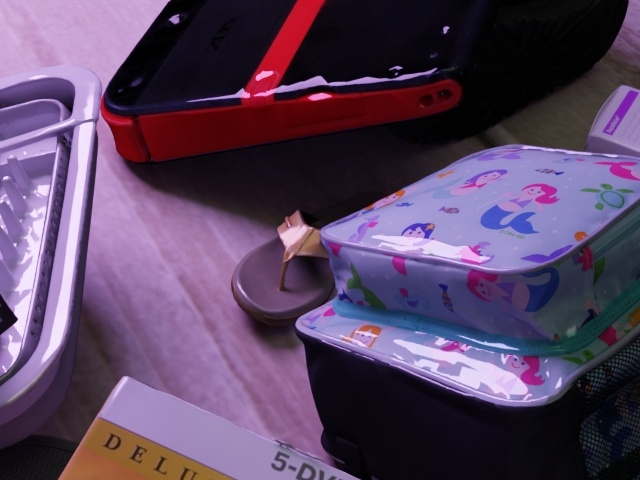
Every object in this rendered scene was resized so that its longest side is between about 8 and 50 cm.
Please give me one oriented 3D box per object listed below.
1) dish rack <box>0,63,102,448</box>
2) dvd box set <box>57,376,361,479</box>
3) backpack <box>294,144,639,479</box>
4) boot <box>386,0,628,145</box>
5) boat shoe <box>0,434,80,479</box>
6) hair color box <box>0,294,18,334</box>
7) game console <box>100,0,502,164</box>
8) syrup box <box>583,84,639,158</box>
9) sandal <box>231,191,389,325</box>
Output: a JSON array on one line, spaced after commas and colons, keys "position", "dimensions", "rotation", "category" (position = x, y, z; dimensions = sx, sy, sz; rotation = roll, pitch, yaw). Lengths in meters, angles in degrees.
[{"position": [-0.269, 0.026, 0.622], "dimensions": [0.285, 0.072, 0.333], "rotation": [-14, 40, 4], "category": "dish rack"}, {"position": [-0.037, 0.285, 0.315], "dimensions": [0.307, 0.062, 0.421], "rotation": [22, 63, 16], "category": "dvd box set"}, {"position": [0.133, 0.045, 0.610], "dimensions": [0.253, 0.191, 0.225], "rotation": [-19, 19, -35], "category": "backpack"}, {"position": [0.105, -0.232, 0.967], "dimensions": [0.348, 0.131, 0.260], "rotation": [-23, 54, -41], "category": "boot"}, {"position": [-0.073, 0.210, 0.483], "dimensions": [0.320, 0.103, 0.118], "rotation": [26, 55, 28], "category": "boat shoe"}, {"position": [-0.223, 0.052, 0.470], "dimensions": [0.043, 0.072, 0.141], "rotation": [26, 58, 39], "category": "hair color box"}, {"position": [0.009, -0.215, 0.870], "dimensions": [0.341, 0.060, 0.387], "rotation": [-2, 44, 27], "category": "game console"}, {"position": [0.327, -0.031, 0.800], "dimensions": [0.236, 0.093, 0.096], "rotation": [25, 45, 20], "category": "syrup box"}, {"position": [0.000, 0.000, 0.755], "dimensions": [0.072, 0.049, 0.180], "rotation": [33, 48, 27], "category": "sandal"}]
